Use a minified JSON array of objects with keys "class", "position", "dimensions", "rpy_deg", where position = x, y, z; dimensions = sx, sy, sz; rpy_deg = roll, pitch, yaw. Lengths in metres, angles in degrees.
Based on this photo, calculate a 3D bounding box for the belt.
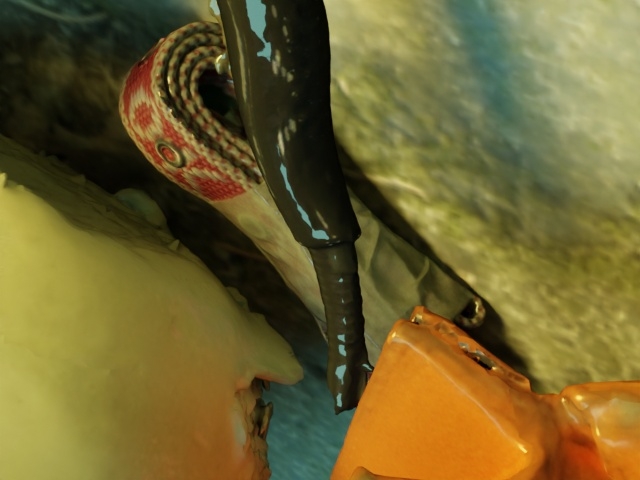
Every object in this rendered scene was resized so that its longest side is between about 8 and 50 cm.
[{"class":"belt","position":[0.000,0.000,0.866],"dimensions":[0.232,0.071,0.053],"rpy_deg":[52,148,-9]}]

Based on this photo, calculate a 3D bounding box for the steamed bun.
[{"class":"steamed bun","position":[-0.173,0.106,0.911],"dimensions":[0.233,0.312,0.334],"rpy_deg":[26,-168,-34]}]

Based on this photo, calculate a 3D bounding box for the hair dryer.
[{"class":"hair dryer","position":[-0.051,-0.087,0.750],"dimensions":[0.303,0.120,0.359],"rpy_deg":[10,123,44]}]

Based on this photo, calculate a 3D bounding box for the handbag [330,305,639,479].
[{"class":"handbag","position":[0.181,0.210,0.800],"dimensions":[0.410,0.116,0.303],"rpy_deg":[20,142,2]}]
